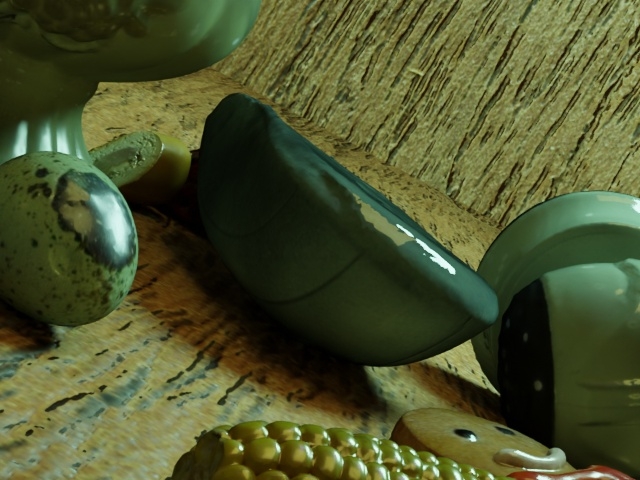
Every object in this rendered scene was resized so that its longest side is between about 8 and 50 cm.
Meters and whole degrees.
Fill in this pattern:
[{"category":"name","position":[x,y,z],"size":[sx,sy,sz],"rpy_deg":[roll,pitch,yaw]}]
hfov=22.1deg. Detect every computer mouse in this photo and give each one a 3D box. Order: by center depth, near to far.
[{"category":"computer mouse","position":[0.000,0.000,1.187],"size":[0.188,0.122,0.371],"rpy_deg":[38,6,-22]}]

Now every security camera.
[{"category":"security camera","position":[0.212,0.080,1.198],"size":[0.191,0.197,0.277],"rpy_deg":[1,13,0]}]

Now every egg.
[{"category":"egg","position":[-0.139,0.000,0.862],"size":[0.085,0.085,0.110],"rpy_deg":[22,16,-40]}]

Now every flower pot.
[{"category":"flower pot","position":[-0.205,-0.170,1.157],"size":[0.307,0.244,0.307],"rpy_deg":[26,9,-5]}]

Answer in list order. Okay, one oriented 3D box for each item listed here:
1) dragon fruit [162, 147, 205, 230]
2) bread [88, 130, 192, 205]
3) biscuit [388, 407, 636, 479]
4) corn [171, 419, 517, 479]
[{"category":"dragon fruit","position":[-0.075,-0.028,1.417],"size":[0.192,0.123,0.092],"rpy_deg":[8,61,-77]},{"category":"bread","position":[-0.146,-0.057,1.291],"size":[0.049,0.062,0.103],"rpy_deg":[56,20,22]},{"category":"biscuit","position":[0.165,0.165,0.896],"size":[0.205,0.049,0.324],"rpy_deg":[7,15,-45]},{"category":"corn","position":[0.081,0.146,0.636],"size":[0.305,0.106,0.106],"rpy_deg":[23,9,-18]}]
